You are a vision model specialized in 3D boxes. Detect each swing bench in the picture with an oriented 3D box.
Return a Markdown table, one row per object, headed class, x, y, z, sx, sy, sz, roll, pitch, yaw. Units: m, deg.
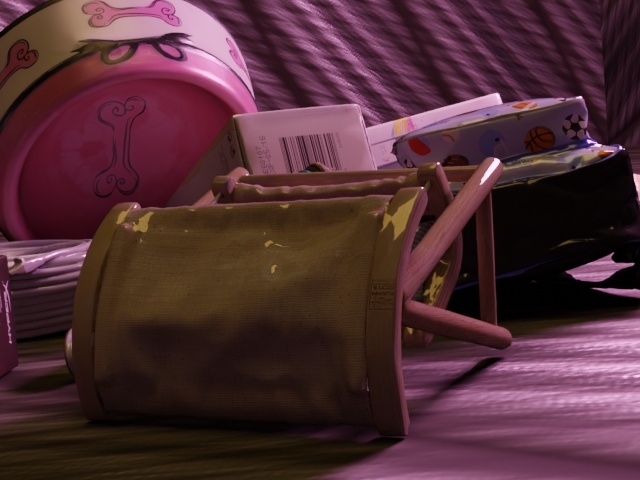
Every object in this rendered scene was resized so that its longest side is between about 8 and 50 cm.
| class | x | y | z | sx | sy | sz | roll | pitch | yaw |
| --- | --- | --- | --- | --- | --- | --- | --- | --- | --- |
| swing bench | -0.015 | 0.032 | 0.881 | 0.253 | 0.165 | 0.254 | -1 | 8 | 27 |

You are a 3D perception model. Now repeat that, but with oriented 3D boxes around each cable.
| class | x | y | z | sx | sy | sz | roll | pitch | yaw |
| --- | --- | --- | --- | --- | --- | --- | --- | --- | --- |
| cable | -0.341 | 0.051 | 1.316 | 0.257 | 0.089 | 0.257 | -1 | 7 | 41 |

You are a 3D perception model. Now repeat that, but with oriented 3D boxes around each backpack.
| class | x | y | z | sx | sy | sz | roll | pitch | yaw |
| --- | --- | --- | --- | --- | --- | --- | --- | --- | --- |
| backpack | 0.178 | -0.034 | 1.205 | 0.276 | 0.213 | 0.263 | -8 | -4 | -3 |

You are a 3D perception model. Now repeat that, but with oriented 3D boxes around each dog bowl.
| class | x | y | z | sx | sy | sz | roll | pitch | yaw |
| --- | --- | --- | --- | --- | --- | --- | --- | --- | --- |
| dog bowl | -0.255 | -0.113 | 1.504 | 0.408 | 0.408 | 0.150 | -8 | 41 | -25 |

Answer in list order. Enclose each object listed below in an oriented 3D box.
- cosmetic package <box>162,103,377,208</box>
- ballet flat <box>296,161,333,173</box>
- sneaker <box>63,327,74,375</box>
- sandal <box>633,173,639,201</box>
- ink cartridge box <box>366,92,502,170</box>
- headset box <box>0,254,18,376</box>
| class | x | y | z | sx | sy | sz | roll | pitch | yaw |
| --- | --- | --- | --- | --- | --- | --- | --- | --- | --- |
| cosmetic package | -0.069 | -0.044 | 1.374 | 0.160 | 0.113 | 0.309 | -8 | -14 | -26 |
| ballet flat | 0.000 | 0.000 | 1.168 | 0.106 | 0.108 | 0.316 | 6 | -14 | -14 |
| sneaker | -0.178 | 0.091 | 1.030 | 0.067 | 0.042 | 0.118 | -7 | 4 | 10 |
| sandal | 0.470 | -0.063 | 1.686 | 0.079 | 0.088 | 0.240 | -7 | -2 | 41 |
| ink cartridge box | 0.130 | -0.105 | 1.829 | 0.353 | 0.119 | 0.207 | -14 | -14 | 12 |
| headset box | -0.393 | 0.087 | 0.923 | 0.218 | 0.110 | 0.293 | -4 | 6 | 5 |
